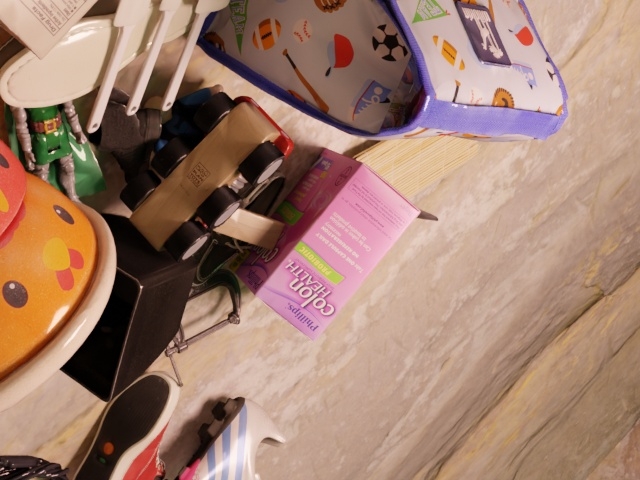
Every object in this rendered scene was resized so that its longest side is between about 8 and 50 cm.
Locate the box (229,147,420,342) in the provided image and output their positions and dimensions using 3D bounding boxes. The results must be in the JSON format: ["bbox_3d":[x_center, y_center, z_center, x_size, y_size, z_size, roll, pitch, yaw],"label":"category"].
[{"bbox_3d":[0.000,0.000,1.918,0.117,0.213,0.243,39,89,-17],"label":"box"}]

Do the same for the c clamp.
[{"bbox_3d":[-0.178,0.123,1.978,0.161,0.022,0.137,-33,114,-29],"label":"c clamp"}]

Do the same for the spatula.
[{"bbox_3d":[-0.185,-0.230,1.517,0.168,0.019,0.242,-24,149,-46],"label":"spatula"}]

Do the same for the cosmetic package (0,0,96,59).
[{"bbox_3d":[-0.264,-0.360,1.369,0.296,0.129,0.153,-48,148,-7],"label":"cosmetic package"}]

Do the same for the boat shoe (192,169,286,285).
[{"bbox_3d":[-0.128,-0.019,1.895,0.078,0.070,0.219,18,106,-54],"label":"boat shoe"}]

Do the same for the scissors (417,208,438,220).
[{"bbox_3d":[0.114,-0.052,2.199,0.109,0.021,0.297,-53,147,-2],"label":"scissors"}]

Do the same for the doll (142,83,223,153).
[{"bbox_3d":[-0.166,-0.154,1.747,0.189,0.046,0.129,21,112,-49],"label":"doll"}]

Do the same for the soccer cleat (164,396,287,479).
[{"bbox_3d":[-0.177,0.408,2.106,0.331,0.143,0.116,-54,-171,-20],"label":"soccer cleat"}]

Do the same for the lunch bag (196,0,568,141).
[{"bbox_3d":[0.096,-0.249,1.664,0.328,0.385,0.239,-2,123,-48],"label":"lunch bag"}]

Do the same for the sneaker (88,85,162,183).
[{"bbox_3d":[-0.255,-0.130,1.660,0.089,0.051,0.170,2,145,-21],"label":"sneaker"}]

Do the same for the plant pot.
[{"bbox_3d":[-0.271,0.069,1.724,0.167,0.188,0.187,-23,138,-53],"label":"plant pot"}]

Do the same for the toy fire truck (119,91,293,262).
[{"bbox_3d":[-0.114,-0.071,1.742,0.217,0.158,0.246,-45,173,12],"label":"toy fire truck"}]

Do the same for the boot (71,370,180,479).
[{"bbox_3d":[-0.270,0.311,2.036,0.244,0.088,0.176,-57,154,7],"label":"boot"}]

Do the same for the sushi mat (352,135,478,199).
[{"bbox_3d":[0.161,-0.136,2.150,0.316,0.019,0.151,-32,141,-33],"label":"sushi mat"}]

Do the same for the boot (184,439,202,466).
[{"bbox_3d":[-0.173,0.378,2.234,0.121,0.045,0.099,4,116,-43],"label":"boot"}]

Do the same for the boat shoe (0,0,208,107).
[{"bbox_3d":[-0.257,-0.252,1.501,0.305,0.091,0.109,-34,154,-28],"label":"boat shoe"}]

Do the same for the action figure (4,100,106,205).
[{"bbox_3d":[-0.330,-0.123,1.577,0.137,0.063,0.232,-27,136,-27],"label":"action figure"}]

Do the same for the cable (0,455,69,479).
[{"bbox_3d":[-0.447,0.381,1.914,0.184,0.047,0.150,12,112,-54],"label":"cable"}]

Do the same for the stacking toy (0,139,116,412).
[{"bbox_3d":[-0.457,-0.062,1.324,0.351,0.351,0.480,-40,129,-16],"label":"stacking toy"}]
